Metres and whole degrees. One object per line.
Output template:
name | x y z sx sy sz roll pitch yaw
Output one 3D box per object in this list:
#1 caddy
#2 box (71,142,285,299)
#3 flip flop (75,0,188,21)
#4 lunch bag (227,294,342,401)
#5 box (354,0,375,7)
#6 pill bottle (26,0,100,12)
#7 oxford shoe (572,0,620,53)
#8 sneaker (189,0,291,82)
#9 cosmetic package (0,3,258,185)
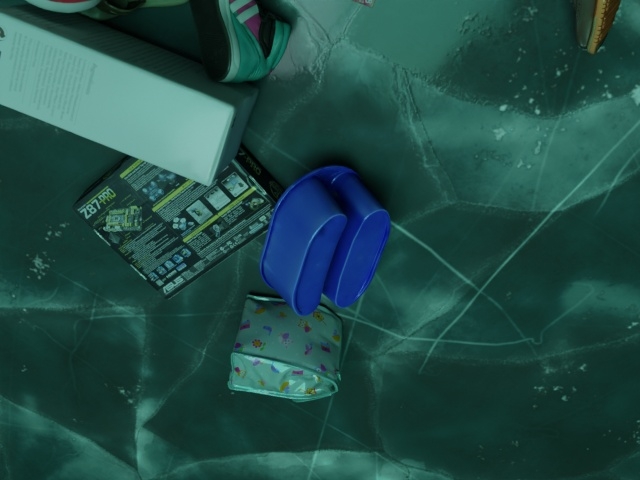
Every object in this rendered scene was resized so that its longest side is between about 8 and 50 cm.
caddy | 0.000 0.000 1.536 0.241 0.179 0.341 -7 129 -34
box | -0.315 -0.081 1.589 0.395 0.097 0.318 -34 114 23
flip flop | -0.379 -0.482 1.353 0.277 0.080 0.112 -1 121 11
lunch bag | -0.075 0.264 1.702 0.262 0.223 0.160 10 128 -2
box | 0.075 -0.542 1.161 0.128 0.123 0.257 17 133 -6
pill bottle | -0.431 -0.560 1.160 0.176 0.176 0.318 21 138 -7
oxford shoe | 0.468 -0.512 1.241 0.132 0.130 0.364 14 131 32
sneaker | -0.142 -0.438 1.337 0.123 0.178 0.296 -12 84 43
cosmetic package | -0.367 -0.282 1.309 0.453 0.230 0.162 21 112 -2
